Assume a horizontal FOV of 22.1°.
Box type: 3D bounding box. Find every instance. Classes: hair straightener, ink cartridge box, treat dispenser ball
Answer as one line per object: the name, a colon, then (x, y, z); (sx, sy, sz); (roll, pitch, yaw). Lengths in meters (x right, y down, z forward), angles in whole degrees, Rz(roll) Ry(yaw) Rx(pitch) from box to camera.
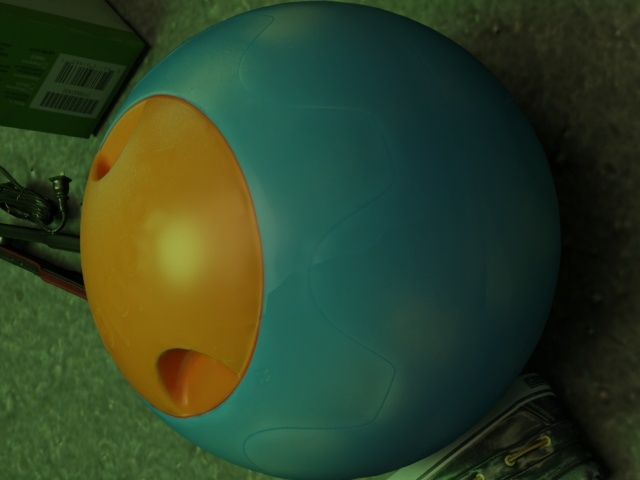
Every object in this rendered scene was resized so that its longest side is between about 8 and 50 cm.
hair straightener: (-0.212, -0.013, 1.307); (0.230, 0.047, 0.089); (20, 97, 40)
ink cartridge box: (-0.287, -0.202, 1.285); (0.255, 0.189, 0.097); (47, 114, 31)
treat dispenser ball: (0.000, 0.000, 0.991); (0.288, 0.288, 0.288); (-4, 83, 36)

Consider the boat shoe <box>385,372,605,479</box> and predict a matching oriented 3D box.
boat shoe: (0.094, 0.171, 1.043); (0.183, 0.065, 0.083); (-46, 60, 23)
